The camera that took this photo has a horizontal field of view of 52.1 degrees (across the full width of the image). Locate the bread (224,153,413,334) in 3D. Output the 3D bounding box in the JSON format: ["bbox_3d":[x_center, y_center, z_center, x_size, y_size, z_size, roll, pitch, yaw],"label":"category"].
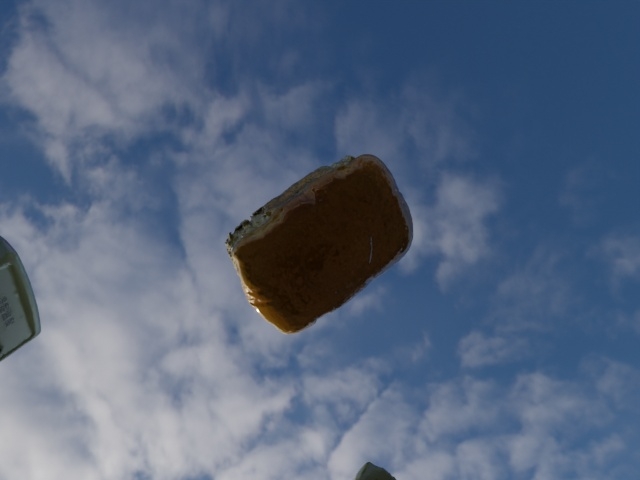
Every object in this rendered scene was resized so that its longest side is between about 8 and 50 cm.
[{"bbox_3d":[0.000,0.000,0.853,0.246,0.121,0.174,-33,-53,-11],"label":"bread"}]

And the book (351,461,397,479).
[{"bbox_3d":[0.121,0.417,0.630,0.352,0.239,0.035,45,-49,-6],"label":"book"}]

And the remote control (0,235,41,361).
[{"bbox_3d":[-0.396,0.130,0.536,0.344,0.050,0.145,-41,-22,-34],"label":"remote control"}]
